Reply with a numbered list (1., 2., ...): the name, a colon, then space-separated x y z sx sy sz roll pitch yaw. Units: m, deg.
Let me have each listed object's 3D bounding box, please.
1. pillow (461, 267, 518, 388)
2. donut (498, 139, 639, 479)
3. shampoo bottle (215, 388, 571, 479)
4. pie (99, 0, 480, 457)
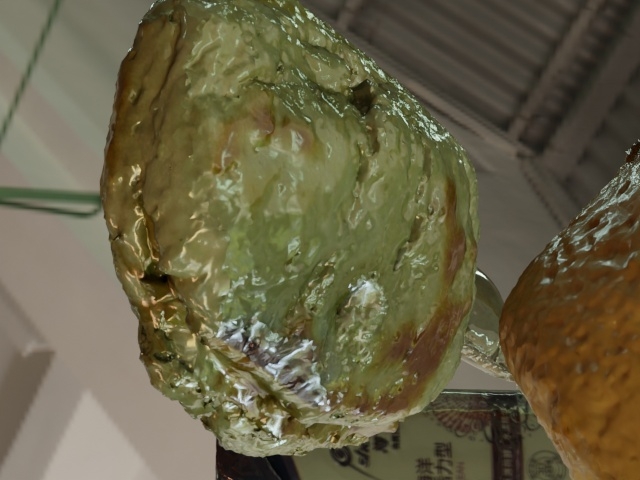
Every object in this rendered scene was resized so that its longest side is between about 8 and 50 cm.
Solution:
1. pillow: 0.072 0.029 1.457 0.075 0.302 0.185 -52 -158 19
2. donut: 0.123 0.071 0.442 0.085 0.141 0.217 -33 -107 5
3. shampoo bottle: 0.092 0.188 1.257 0.078 0.359 0.134 98 -7 -56
4. pie: 0.000 0.000 0.676 0.090 0.248 0.201 6 -106 39
